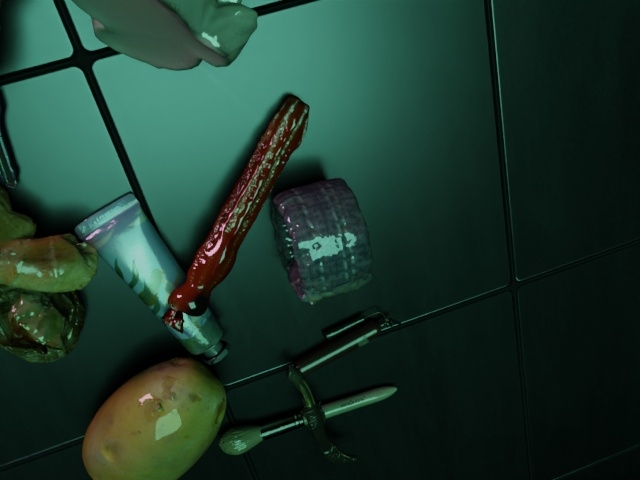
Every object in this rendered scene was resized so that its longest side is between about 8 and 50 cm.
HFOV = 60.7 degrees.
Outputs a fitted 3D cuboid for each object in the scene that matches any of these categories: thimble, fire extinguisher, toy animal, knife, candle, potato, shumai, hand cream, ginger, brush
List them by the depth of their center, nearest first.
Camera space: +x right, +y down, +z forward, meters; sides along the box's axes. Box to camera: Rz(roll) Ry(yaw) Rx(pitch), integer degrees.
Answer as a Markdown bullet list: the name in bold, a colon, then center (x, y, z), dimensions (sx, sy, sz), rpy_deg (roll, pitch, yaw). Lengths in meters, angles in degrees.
- **toy animal**: center (-0.120, -0.313, 0.507), dimensions (0.206, 0.271, 0.264), rpy_deg (23, 82, 5)
- **ginger**: center (-0.429, 0.015, 0.606), dimensions (0.334, 0.081, 0.147), rpy_deg (-13, 91, -12)
- **knife**: center (-0.365, -0.117, 0.619), dimensions (0.031, 0.018, 0.121), rpy_deg (-9, 116, -9)
- **shumai**: center (-0.368, 0.093, 0.672), dimensions (0.123, 0.105, 0.139), rpy_deg (-22, 91, -2)
- **candle**: center (-0.101, -0.031, 0.681), dimensions (0.051, 0.048, 0.329), rpy_deg (30, 92, 7)
- **thimble**: center (-0.001, -0.002, 0.695), dimensions (0.098, 0.150, 0.150), rpy_deg (-16, 116, -12)
- **hand cream**: center (-0.209, 0.062, 0.725), dimensions (0.088, 0.055, 0.256), rpy_deg (-32, 110, 0)
- **potato**: center (-0.234, 0.264, 0.759), dimensions (0.150, 0.146, 0.233), rpy_deg (40, 100, 5)
- **fire extinguisher**: center (0.037, 0.151, 0.838), dimensions (0.173, 0.035, 0.048), rpy_deg (-28, 79, -2)
- **knife**: center (-0.008, 0.278, 0.849), dimensions (0.046, 0.021, 0.222), rpy_deg (-32, 113, -7)
- **brush**: center (-0.016, 0.284, 0.880), dimensions (0.300, 0.039, 0.042), rpy_deg (-14, 104, -13)

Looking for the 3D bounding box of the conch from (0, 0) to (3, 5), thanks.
- **conch**: center (-0.371, -0.220, 0.511), dimensions (0.207, 0.130, 0.155), rpy_deg (-53, 129, -5)
